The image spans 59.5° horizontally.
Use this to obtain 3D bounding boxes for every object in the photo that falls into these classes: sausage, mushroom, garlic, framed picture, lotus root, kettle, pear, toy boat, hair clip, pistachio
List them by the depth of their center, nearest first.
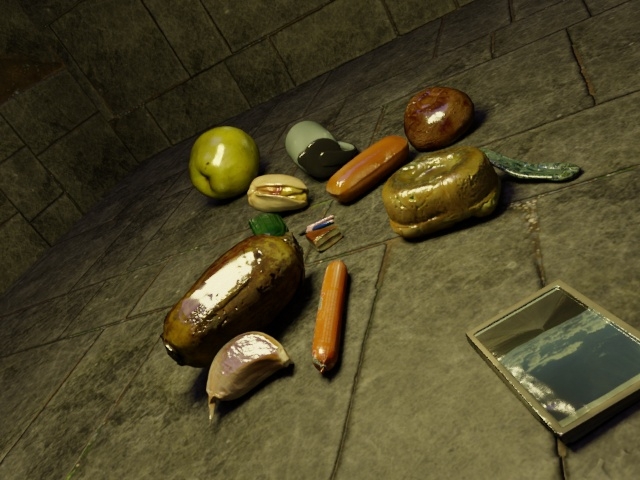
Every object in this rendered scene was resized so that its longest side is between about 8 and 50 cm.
[{"bbox_3d":[0.347,0.159,0.807,0.189,0.023,0.260,-30,25,-2],"label":"framed picture"},{"bbox_3d":[-0.161,0.264,1.114,0.198,0.090,0.128,-33,37,-14],"label":"garlic"},{"bbox_3d":[0.021,0.144,1.157,0.053,0.053,0.347,-22,27,20],"label":"sausage"},{"bbox_3d":[0.446,-0.163,1.221,0.229,0.036,0.066,21,53,36],"label":"hair clip"},{"bbox_3d":[-0.179,0.122,1.246,0.179,0.195,0.397,36,64,25],"label":"lotus root"},{"bbox_3d":[0.139,-0.208,1.610,0.274,0.105,0.105,-37,26,-10],"label":"sausage"},{"bbox_3d":[0.329,-0.360,1.626,0.194,0.138,0.231,-45,28,-26],"label":"mushroom"},{"bbox_3d":[-0.158,-0.040,1.691,0.104,0.052,0.210,-14,24,-11],"label":"toy boat"},{"bbox_3d":[-0.131,-0.148,1.752,0.201,0.117,0.145,-3,-10,14],"label":"pistachio"},{"bbox_3d":[0.009,-0.305,1.891,0.222,0.161,0.236,-4,22,-14],"label":"kettle"},{"bbox_3d":[-0.365,-0.300,2.147,0.294,0.294,0.294,-25,26,13],"label":"pear"}]

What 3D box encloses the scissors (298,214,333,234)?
[{"bbox_3d":[-0.013,-0.039,1.575,0.113,0.012,0.039,-24,26,15],"label":"scissors"}]

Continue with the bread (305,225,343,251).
[{"bbox_3d":[0.000,0.000,1.453,0.109,0.043,0.062,-13,30,33],"label":"bread"}]

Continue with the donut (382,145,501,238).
[{"bbox_3d":[0.268,-0.115,1.265,0.262,0.128,0.208,-18,28,23],"label":"donut"}]
